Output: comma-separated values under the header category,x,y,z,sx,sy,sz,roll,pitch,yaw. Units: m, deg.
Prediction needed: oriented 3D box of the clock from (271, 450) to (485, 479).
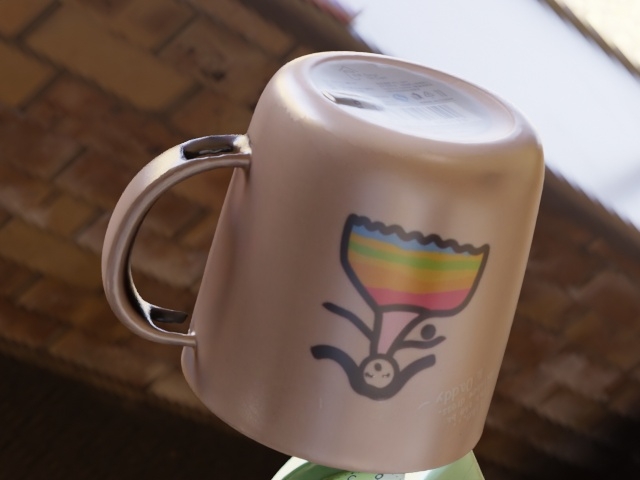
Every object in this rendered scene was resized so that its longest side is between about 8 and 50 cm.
category,x,y,z,sx,sy,sz,roll,pitch,yaw
clock,0.016,0.204,1.348,0.188,0.148,0.060,-41,120,-32

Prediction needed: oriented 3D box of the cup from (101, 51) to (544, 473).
category,x,y,z,sx,sy,sz,roll,pitch,yaw
cup,0.000,0.000,1.127,0.252,0.200,0.191,9,24,-11
